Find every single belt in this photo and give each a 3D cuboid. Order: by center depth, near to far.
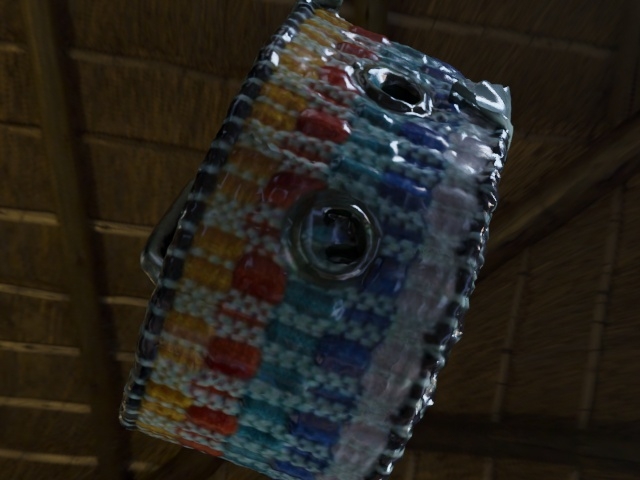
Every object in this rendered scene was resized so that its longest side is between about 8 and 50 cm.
[{"bbox_3d":[0.000,0.000,0.574,0.150,0.257,0.207,22,-63,-2],"label":"belt"}]
